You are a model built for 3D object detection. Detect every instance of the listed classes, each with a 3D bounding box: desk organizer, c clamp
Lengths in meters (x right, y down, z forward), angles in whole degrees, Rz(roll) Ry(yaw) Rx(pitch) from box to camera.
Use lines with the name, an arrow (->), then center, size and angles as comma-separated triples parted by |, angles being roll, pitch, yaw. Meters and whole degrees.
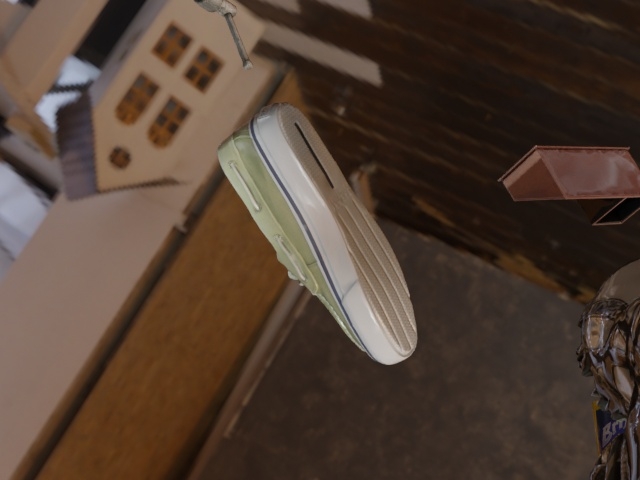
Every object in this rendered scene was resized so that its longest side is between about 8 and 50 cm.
desk organizer -> 0.211, -0.043, 0.943 | 0.130, 0.050, 0.047 | -3, 148, -42
c clamp -> -0.113, -0.201, 0.800 | 0.160, 0.022, 0.137 | 30, -151, -48

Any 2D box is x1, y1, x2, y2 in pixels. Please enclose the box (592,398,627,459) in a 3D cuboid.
box -> 0.266, 0.152, 0.794 | 0.169, 0.054, 0.059 | 28, 136, -26

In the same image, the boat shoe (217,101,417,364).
boat shoe -> 0.000, 0.000, 1.230 | 0.094, 0.109, 0.302 | -26, 95, 30

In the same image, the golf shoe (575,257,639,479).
golf shoe -> 0.138, 0.039, 0.399 | 0.077, 0.094, 0.198 | 22, -153, 1
